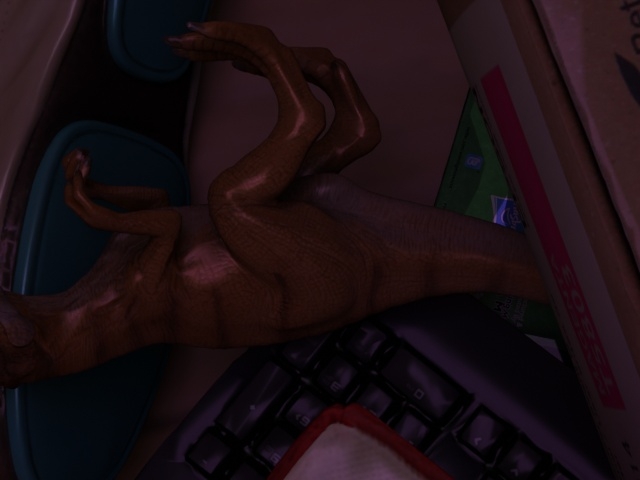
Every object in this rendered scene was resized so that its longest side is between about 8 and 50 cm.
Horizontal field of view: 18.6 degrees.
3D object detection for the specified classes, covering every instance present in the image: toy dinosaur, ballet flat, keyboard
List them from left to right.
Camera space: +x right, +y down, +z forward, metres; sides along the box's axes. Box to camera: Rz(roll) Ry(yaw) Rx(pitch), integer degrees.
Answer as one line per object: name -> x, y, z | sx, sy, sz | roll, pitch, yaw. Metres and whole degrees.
ballet flat -> -0.077, -0.040, 0.585 | 0.086, 0.086, 0.248 | 10, 78, 12
toy dinosaur -> 0.000, 0.000, 0.526 | 0.211, 0.064, 0.112 | -5, 83, -4
keyboard -> 0.070, 0.161, 0.501 | 0.317, 0.033, 0.201 | 37, 86, 16

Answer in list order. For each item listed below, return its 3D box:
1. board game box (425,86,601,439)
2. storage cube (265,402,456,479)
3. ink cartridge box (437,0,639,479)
board game box -> 0.082, 0.057, 0.553 | 0.136, 0.030, 0.259 | 15, 80, 15
storage cube -> 0.022, 0.173, 0.384 | 0.215, 0.193, 0.183 | 38, 79, 15
ink cartridge box -> 0.152, -0.009, 0.462 | 0.193, 0.088, 0.234 | -20, 89, -7
